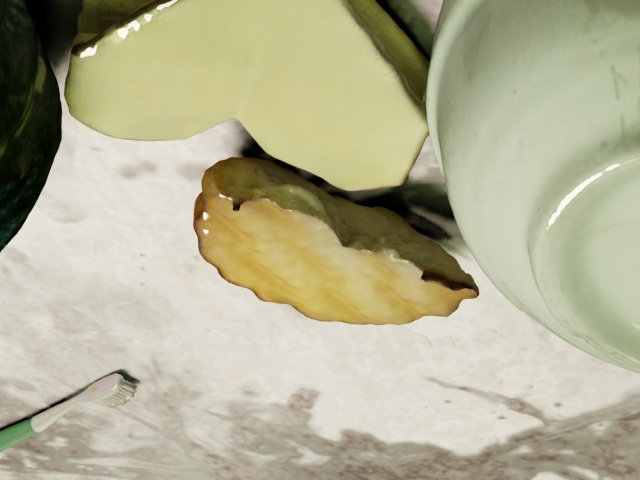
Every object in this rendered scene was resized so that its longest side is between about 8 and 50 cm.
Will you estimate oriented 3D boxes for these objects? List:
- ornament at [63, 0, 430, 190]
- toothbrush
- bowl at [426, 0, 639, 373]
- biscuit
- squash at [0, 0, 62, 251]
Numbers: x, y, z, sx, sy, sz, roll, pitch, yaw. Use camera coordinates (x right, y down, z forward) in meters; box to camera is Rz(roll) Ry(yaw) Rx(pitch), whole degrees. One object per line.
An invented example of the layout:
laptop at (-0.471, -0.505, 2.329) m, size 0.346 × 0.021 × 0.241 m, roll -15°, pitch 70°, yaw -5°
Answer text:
ornament at (-0.029, -0.105, 0.926) m, size 0.201 × 0.059 × 0.180 m, roll 13°, pitch 143°, yaw -9°
toothbrush at (-0.232, 0.148, 1.341) m, size 0.257 × 0.018 × 0.024 m, roll -25°, pitch 138°, yaw 37°
bowl at (0.198, -0.039, 0.857) m, size 0.307 × 0.163 × 0.307 m, roll 8°, pitch 136°, yaw 8°
biscuit at (0.000, 0.000, 1.049) m, size 0.183 × 0.061 × 0.118 m, roll 22°, pitch 149°, yaw -22°
squash at (-0.267, -0.074, 0.924) m, size 0.252 × 0.165 × 0.252 m, roll 15°, pitch 145°, yaw 11°
